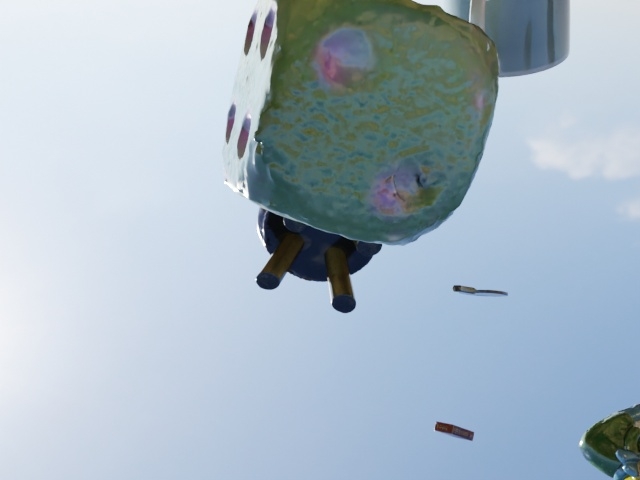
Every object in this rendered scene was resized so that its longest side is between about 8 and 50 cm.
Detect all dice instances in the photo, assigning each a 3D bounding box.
[{"bbox_3d":[0.044,-0.186,1.123,0.318,0.330,0.322,11,-169,-17],"label":"dice"}]

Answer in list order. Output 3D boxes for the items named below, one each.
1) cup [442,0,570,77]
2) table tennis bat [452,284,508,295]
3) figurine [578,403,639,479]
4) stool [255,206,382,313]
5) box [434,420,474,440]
[{"bbox_3d":[0.355,-0.482,1.546,0.259,0.275,0.357,7,-146,25],"label":"cup"},{"bbox_3d":[0.322,0.105,1.588,0.095,0.014,0.158,-1,171,42],"label":"table tennis bat"},{"bbox_3d":[0.608,0.421,1.416,0.185,0.127,0.234,-20,-145,-18],"label":"figurine"},{"bbox_3d":[0.000,0.000,1.557,0.272,0.272,0.178,5,-148,-1],"label":"stool"},{"bbox_3d":[0.306,0.435,1.770,0.082,0.023,0.051,27,162,-38],"label":"box"}]
